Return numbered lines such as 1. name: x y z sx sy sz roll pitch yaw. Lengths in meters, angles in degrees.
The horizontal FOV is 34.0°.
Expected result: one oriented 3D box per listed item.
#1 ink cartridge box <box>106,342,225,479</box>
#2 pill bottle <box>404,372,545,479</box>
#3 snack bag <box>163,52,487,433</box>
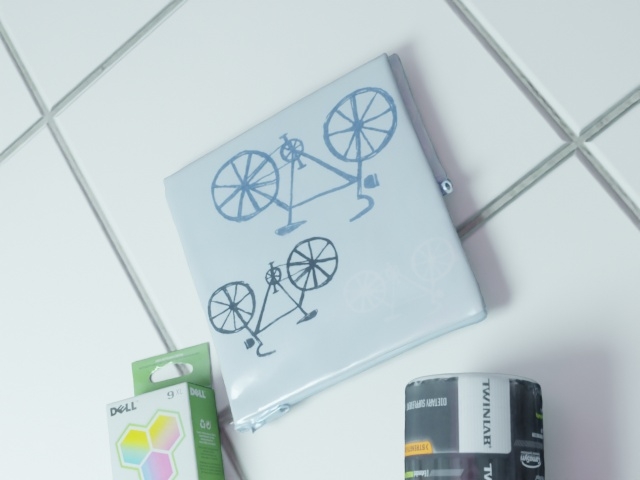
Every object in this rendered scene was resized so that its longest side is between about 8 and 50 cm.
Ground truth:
1. ink cartridge box: -0.172 0.219 1.157 0.109 0.062 0.209 -17 68 21
2. pill bottle: 0.142 0.251 0.959 0.130 0.130 0.246 -6 72 24
3. snack bag: 0.000 0.000 1.155 0.323 0.037 0.343 -28 65 17
